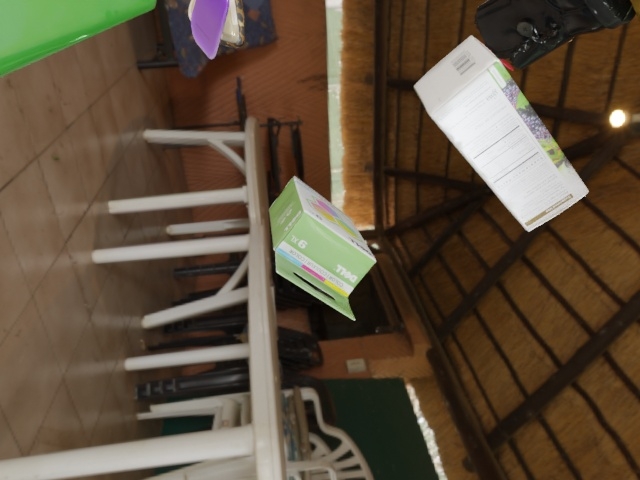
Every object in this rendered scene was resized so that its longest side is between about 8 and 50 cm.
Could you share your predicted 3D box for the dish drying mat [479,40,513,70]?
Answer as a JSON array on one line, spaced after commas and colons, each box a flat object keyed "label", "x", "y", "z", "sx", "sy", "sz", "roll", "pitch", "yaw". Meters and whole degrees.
[{"label": "dish drying mat", "x": 0.345, "y": -0.362, "z": 1.015, "sx": 0.008, "sy": 0.083, "sz": 0.032, "roll": -50, "pitch": -160, "yaw": 32}]

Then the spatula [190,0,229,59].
[{"label": "spatula", "x": -0.102, "y": -0.392, "z": 0.694, "sx": 0.296, "sy": 0.030, "sz": 0.084, "roll": -51, "pitch": -118, "yaw": 24}]

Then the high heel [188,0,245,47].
[{"label": "high heel", "x": -0.149, "y": -0.376, "z": 0.894, "sx": 0.261, "sy": 0.093, "sz": 0.186, "roll": 58, "pitch": 13, "yaw": 29}]

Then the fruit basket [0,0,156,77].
[{"label": "fruit basket", "x": -0.274, "y": -0.225, "z": 0.184, "sx": 0.283, "sy": 0.391, "sz": 0.392, "roll": 55, "pitch": -22, "yaw": 35}]

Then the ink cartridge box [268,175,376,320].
[{"label": "ink cartridge box", "x": 0.000, "y": 0.000, "z": 0.632, "sx": 0.062, "sy": 0.109, "sz": 0.209, "roll": -51, "pitch": -161, "yaw": 12}]

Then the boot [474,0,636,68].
[{"label": "boot", "x": 0.294, "y": -0.366, "z": 0.743, "sx": 0.094, "sy": 0.246, "sz": 0.207, "roll": -59, "pitch": -158, "yaw": -16}]

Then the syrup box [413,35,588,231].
[{"label": "syrup box", "x": 0.230, "y": -0.128, "z": 0.654, "sx": 0.236, "sy": 0.096, "sz": 0.093, "roll": 39, "pitch": 26, "yaw": -28}]

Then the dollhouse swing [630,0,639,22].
[{"label": "dollhouse swing", "x": 0.463, "y": -0.335, "z": 0.472, "sx": 0.305, "sy": 0.346, "sz": 0.315, "roll": -47, "pitch": -124, "yaw": 25}]
